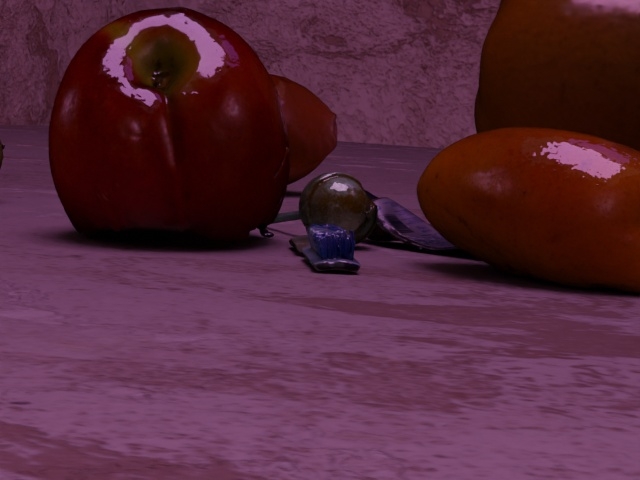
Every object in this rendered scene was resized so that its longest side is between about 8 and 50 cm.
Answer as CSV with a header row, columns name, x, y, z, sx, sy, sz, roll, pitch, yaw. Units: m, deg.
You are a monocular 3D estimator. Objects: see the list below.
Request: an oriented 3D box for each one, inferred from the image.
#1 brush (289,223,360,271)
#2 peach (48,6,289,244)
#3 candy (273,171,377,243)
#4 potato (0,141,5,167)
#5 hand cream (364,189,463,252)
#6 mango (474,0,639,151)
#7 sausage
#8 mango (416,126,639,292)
name,x,y,z,sx,sy,sz,roll,pitch,yaw
brush,0.000,0.001,1.253,0.033,0.030,0.178,-8,7,-6
peach,-0.114,-0.063,1.354,0.190,0.226,0.196,-33,59,-21
candy,-0.013,-0.020,1.424,0.061,0.061,0.202,1,-3,-22
potato,-0.400,-0.084,1.599,0.225,0.090,0.117,2,5,-20
hand cream,0.083,-0.008,1.382,0.062,0.039,0.163,0,11,-45
mango,0.296,-0.113,1.353,0.378,0.221,0.264,8,33,-15
sausage,-0.106,-0.116,1.927,0.258,0.133,0.133,1,5,-23
mango,0.158,-0.024,1.204,0.217,0.102,0.141,10,2,40
